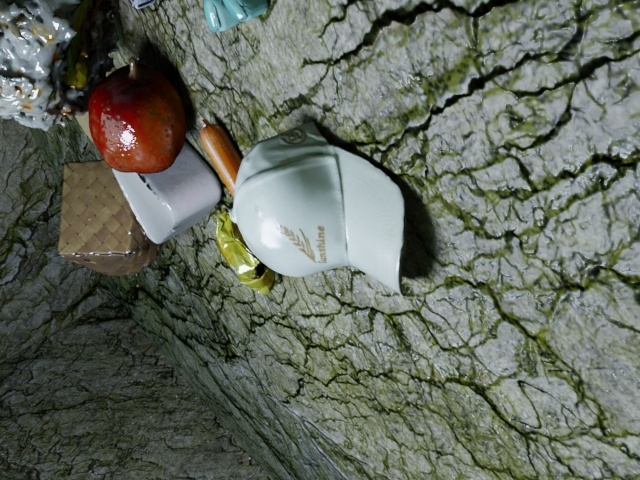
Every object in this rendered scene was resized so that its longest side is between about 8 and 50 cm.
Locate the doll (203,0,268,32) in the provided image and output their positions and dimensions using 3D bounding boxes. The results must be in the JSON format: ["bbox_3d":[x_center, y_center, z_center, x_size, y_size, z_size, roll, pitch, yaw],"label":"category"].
[{"bbox_3d":[-0.153,-0.385,0.896,0.159,0.059,0.158,21,139,54],"label":"doll"}]

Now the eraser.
[{"bbox_3d":[-0.393,-0.166,1.485,0.331,0.150,0.331,41,153,27],"label":"eraser"}]

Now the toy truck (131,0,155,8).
[{"bbox_3d":[-0.350,-0.487,1.142,0.123,0.052,0.063,57,159,4],"label":"toy truck"}]

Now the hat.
[{"bbox_3d":[0.002,-0.005,0.931,0.301,0.168,0.257,35,148,40],"label":"hat"}]

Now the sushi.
[{"bbox_3d":[-0.504,-0.407,1.175,0.176,0.417,0.417,16,154,-8],"label":"sushi"}]

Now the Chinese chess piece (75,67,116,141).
[{"bbox_3d":[-0.585,-0.368,1.645,0.273,0.102,0.273,40,149,30],"label":"Chinese chess piece"}]

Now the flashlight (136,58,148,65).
[{"bbox_3d":[-0.407,-0.391,1.392,0.083,0.018,0.018,7,126,59],"label":"flashlight"}]

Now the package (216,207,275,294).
[{"bbox_3d":[-0.153,0.032,1.309,0.168,0.090,0.226,58,177,16],"label":"package"}]

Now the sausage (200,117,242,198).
[{"bbox_3d":[-0.144,-0.086,1.233,0.347,0.053,0.053,60,155,-7],"label":"sausage"}]

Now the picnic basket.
[{"bbox_3d":[-0.550,-0.060,1.759,0.293,0.337,0.337,-1,131,11],"label":"picnic basket"}]

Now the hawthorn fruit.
[{"bbox_3d":[-0.373,-0.260,1.281,0.215,0.215,0.249,42,136,29],"label":"hawthorn fruit"}]
